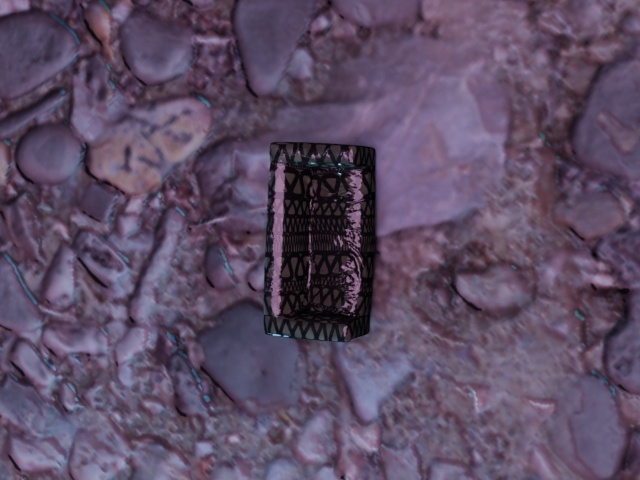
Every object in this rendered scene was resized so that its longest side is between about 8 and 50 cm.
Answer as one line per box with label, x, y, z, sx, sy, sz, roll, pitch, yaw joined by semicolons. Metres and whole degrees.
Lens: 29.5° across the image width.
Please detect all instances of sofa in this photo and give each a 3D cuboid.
sofa;0.000;0.000;0.734;0.060;0.039;0.117;4;95;21
